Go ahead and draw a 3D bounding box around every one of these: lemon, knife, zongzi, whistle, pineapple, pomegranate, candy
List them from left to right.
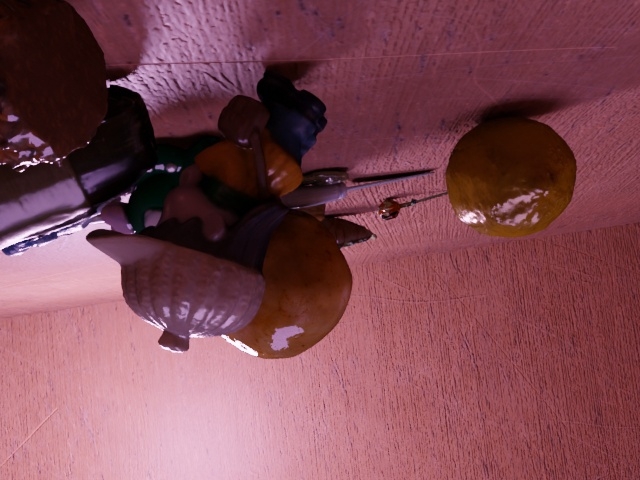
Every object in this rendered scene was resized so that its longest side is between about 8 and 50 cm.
[{"bbox_3d":[-0.357,-0.128,0.777,0.365,0.165,0.165,-3,176,31],"label":"pineapple"},{"bbox_3d":[-0.356,-0.111,1.067,0.289,0.154,0.317,-21,-152,-12],"label":"zongzi"},{"bbox_3d":[-0.454,-0.037,1.480,0.269,0.093,0.180,-12,-164,23],"label":"whistle"},{"bbox_3d":[-0.082,0.076,1.685,0.307,0.307,0.307,-8,173,-1],"label":"pomegranate"},{"bbox_3d":[0.070,-0.107,1.779,0.331,0.044,0.080,-10,177,-17],"label":"knife"},{"bbox_3d":[0.222,-0.091,2.070,0.185,0.049,0.055,-16,180,-4],"label":"candy"},{"bbox_3d":[0.309,-0.103,1.435,0.204,0.204,0.260,-7,-175,-14],"label":"lemon"}]

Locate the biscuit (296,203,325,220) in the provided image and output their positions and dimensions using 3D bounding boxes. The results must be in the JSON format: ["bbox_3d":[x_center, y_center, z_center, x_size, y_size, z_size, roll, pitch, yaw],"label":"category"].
[{"bbox_3d":[-0.200,-0.030,1.887,0.368,0.076,0.394,-12,172,28],"label":"biscuit"}]

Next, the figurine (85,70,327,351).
[{"bbox_3d":[-0.101,-0.027,1.039,0.332,0.204,0.185,-42,171,-5],"label":"figurine"}]

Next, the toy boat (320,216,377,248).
[{"bbox_3d":[0.002,-0.008,2.193,0.293,0.108,0.099,-13,141,-9],"label":"toy boat"}]

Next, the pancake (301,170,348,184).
[{"bbox_3d":[0.007,-0.118,1.667,0.108,0.017,0.108,-7,176,-1],"label":"pancake"}]

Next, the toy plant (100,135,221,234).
[{"bbox_3d":[-0.215,-0.060,1.337,0.233,0.112,0.243,4,139,-12],"label":"toy plant"}]

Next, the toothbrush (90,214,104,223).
[{"bbox_3d":[-0.549,-0.035,1.579,0.386,0.040,0.040,-5,172,-22],"label":"toothbrush"}]
